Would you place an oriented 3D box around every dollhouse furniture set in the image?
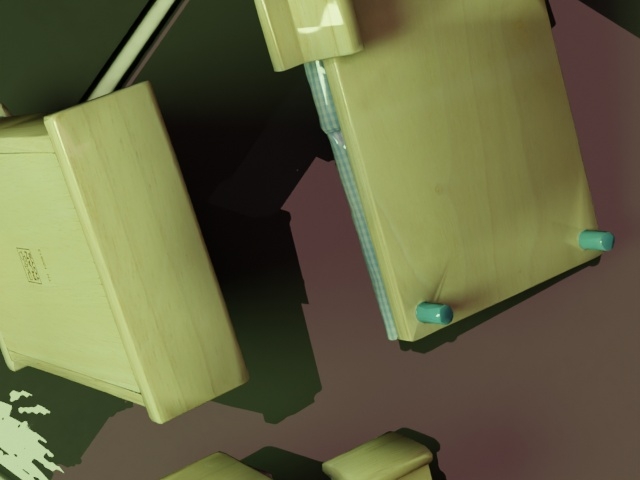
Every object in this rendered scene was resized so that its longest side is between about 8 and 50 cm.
[{"bbox_3d":[0.000,0.000,0.738,0.303,0.198,0.286,-24,104,-27],"label":"dollhouse furniture set"}]
